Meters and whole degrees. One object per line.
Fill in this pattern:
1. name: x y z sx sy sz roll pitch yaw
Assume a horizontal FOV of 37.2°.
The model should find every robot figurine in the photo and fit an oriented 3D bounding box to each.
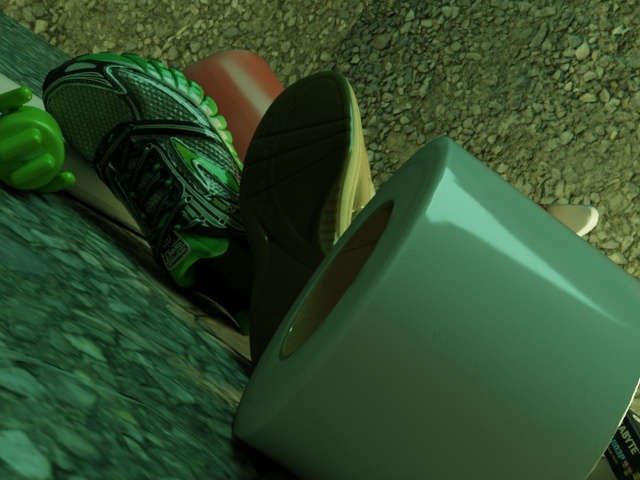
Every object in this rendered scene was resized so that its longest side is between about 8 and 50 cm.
1. robot figurine: -0.268 -0.086 0.866 0.101 0.067 0.115 65 -7 -23

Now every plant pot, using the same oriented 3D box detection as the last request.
1. plant pot: -0.128 -0.147 1.629 0.243 0.275 0.275 49 9 24

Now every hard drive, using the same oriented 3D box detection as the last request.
1. hard drive: -0.305 -0.114 1.048 0.353 0.047 0.233 34 5 -35

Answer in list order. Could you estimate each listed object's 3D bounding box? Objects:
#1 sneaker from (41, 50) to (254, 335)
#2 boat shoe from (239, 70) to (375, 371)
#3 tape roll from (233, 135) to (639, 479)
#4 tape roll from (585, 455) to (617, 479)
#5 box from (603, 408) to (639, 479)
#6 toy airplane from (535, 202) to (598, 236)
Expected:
1. sneaker: -0.132 -0.047 0.931 0.343 0.134 0.146 41 30 -9
2. boat shoe: 0.000 0.000 0.885 0.121 0.341 0.110 -13 -32 27
3. tape roll: 0.076 0.075 0.649 0.169 0.246 0.246 36 4 -8
4. tape roll: 0.268 0.257 1.191 0.286 0.100 0.286 36 4 -3
5. box: 0.409 0.296 1.051 0.220 0.051 0.175 34 23 -29
6. toy airplane: 0.309 0.123 1.446 0.384 0.386 0.272 47 46 16
